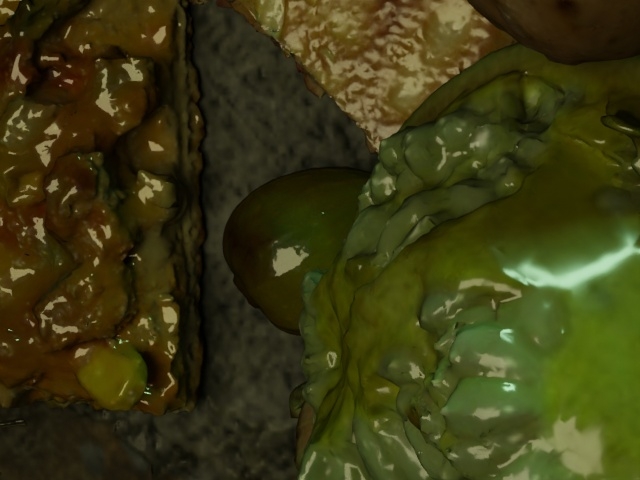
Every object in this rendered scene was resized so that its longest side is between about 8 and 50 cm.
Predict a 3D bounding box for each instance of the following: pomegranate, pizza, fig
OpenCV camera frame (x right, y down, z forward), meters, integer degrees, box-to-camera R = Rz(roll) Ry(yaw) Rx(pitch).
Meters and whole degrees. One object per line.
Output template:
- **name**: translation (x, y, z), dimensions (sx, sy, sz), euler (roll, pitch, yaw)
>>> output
- **pomegranate**: translation (0.096, 0.062, 0.669), dimensions (0.340, 0.260, 0.260), euler (-24, 86, 55)
- **pizza**: translation (-0.188, -0.039, 0.864), dimensions (0.268, 0.087, 0.258), euler (-2, 93, 26)
- **fig**: translation (0.000, 0.000, 0.789), dimensions (0.088, 0.074, 0.074), euler (-35, 82, 3)
- **pizza**: translation (0.013, -0.138, 0.764), dimensions (0.193, 0.053, 0.201), euler (21, 90, 14)

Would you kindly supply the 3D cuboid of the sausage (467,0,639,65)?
- **sausage**: translation (0.145, -0.294, 0.604), dimensions (0.123, 0.136, 0.501), euler (2, 72, 53)

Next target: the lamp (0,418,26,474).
- **lamp**: translation (-0.147, 0.146, 0.874), dimensions (0.054, 0.041, 0.121), euler (-1, 124, 34)
